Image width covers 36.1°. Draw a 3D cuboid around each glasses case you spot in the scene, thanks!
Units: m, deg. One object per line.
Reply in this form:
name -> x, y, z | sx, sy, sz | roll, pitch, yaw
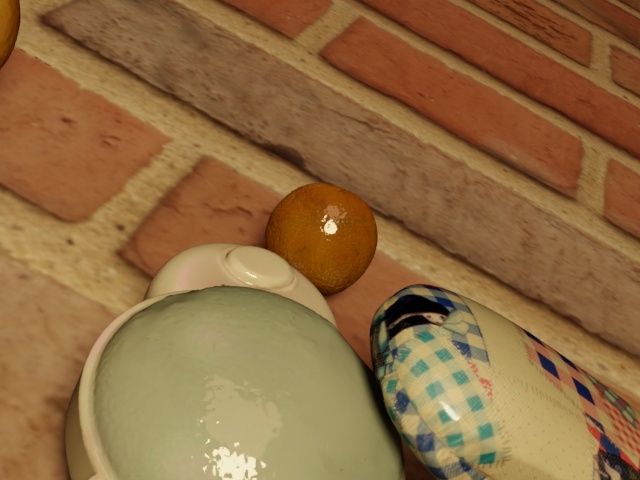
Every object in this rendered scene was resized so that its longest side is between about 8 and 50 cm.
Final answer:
glasses case -> 0.154, 0.135, 0.566 | 0.327, 0.076, 0.125 | 36, 27, -25

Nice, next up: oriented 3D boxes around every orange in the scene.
orange -> 0.000, 0.000, 0.687 | 0.085, 0.085, 0.085 | 20, 34, -14

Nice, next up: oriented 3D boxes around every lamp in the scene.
lamp -> -0.038, 0.082, 0.525 | 0.180, 0.108, 0.246 | 22, 32, -19

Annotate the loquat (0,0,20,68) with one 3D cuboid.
loquat -> -0.270, -0.160, 0.657 | 0.141, 0.141, 0.141 | 20, 34, -14
